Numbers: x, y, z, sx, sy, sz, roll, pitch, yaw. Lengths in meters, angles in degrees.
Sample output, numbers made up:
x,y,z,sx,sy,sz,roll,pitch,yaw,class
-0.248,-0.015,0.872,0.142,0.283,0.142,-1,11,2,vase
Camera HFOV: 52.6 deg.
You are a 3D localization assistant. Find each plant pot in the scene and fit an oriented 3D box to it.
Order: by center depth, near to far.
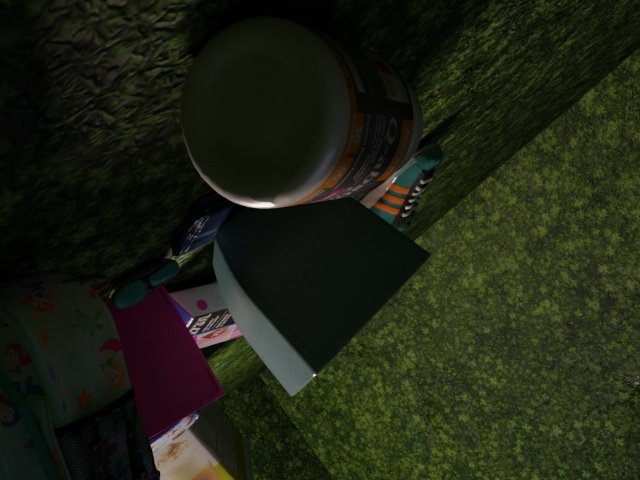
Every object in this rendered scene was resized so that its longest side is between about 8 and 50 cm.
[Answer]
x,y,z,sx,sy,sz,roll,pitch,yaw,class
-0.031,0.052,1.005,0.248,0.252,0.247,-43,173,-22,plant pot

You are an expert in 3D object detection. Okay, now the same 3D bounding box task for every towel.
x,y,z,sx,sy,sz,roll,pitch,yaw,class
-0.163,-0.022,0.904,0.067,0.029,0.119,-28,166,-46,towel

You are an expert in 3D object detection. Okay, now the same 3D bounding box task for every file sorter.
x,y,z,sx,sy,sz,roll,pitch,yaw,class
-0.335,0.223,0.932,0.182,0.202,0.291,-39,169,39,file sorter

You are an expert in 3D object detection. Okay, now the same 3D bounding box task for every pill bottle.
x,y,z,sx,sy,sz,roll,pitch,yaw,class
0.002,-0.121,0.653,0.162,0.162,0.278,-42,168,25,pill bottle

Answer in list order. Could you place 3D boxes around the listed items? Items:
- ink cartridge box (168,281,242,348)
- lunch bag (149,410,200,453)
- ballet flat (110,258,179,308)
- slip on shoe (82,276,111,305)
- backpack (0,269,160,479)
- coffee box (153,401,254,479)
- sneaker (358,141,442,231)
x,y,z,sx,sy,sz,roll,pitch,yaw,class
-0.199,0.138,1.218,0.371,0.069,0.176,-9,152,-42,ink cartridge box
-0.408,0.411,1.346,0.303,0.115,0.243,-36,168,-11,lunch bag
-0.257,0.061,0.931,0.114,0.041,0.041,-34,170,-35,ballet flat
-0.307,0.073,0.823,0.135,0.041,0.051,-62,163,-82,slip on shoe
-0.293,0.163,0.656,0.225,0.253,0.191,-1,-169,40,backpack
-0.411,0.617,1.763,0.337,0.334,0.338,-38,-166,-1,coffee box
0.190,-0.097,1.498,0.108,0.121,0.302,-25,164,-51,sneaker
